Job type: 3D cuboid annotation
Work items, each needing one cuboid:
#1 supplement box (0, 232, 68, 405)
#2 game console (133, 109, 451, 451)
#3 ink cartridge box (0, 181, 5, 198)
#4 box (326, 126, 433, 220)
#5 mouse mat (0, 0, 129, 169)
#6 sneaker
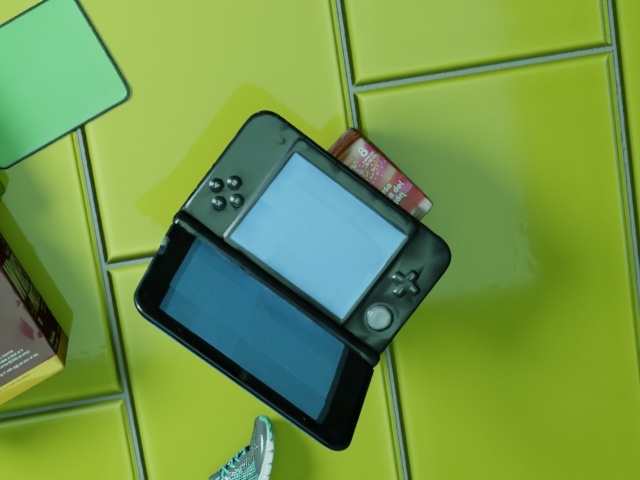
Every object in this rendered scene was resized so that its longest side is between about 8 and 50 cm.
[{"bbox_3d":[-0.430,0.101,1.874,0.191,0.129,0.194,-30,104,0],"label":"supplement box"},{"bbox_3d":[-0.021,0.040,1.755,0.293,0.173,0.250,36,95,-12],"label":"game console"},{"bbox_3d":[-0.530,-0.065,1.847,0.255,0.097,0.189,-29,104,3],"label":"ink cartridge box"},{"bbox_3d":[0.000,0.000,1.903,0.122,0.128,0.257,42,95,-11],"label":"box"},{"bbox_3d":[-0.342,-0.191,1.887,0.189,0.007,0.153,-30,104,-1],"label":"mouse mat"},{"bbox_3d":[-0.102,0.297,1.990,0.076,0.065,0.167,13,98,-5],"label":"sneaker"}]
